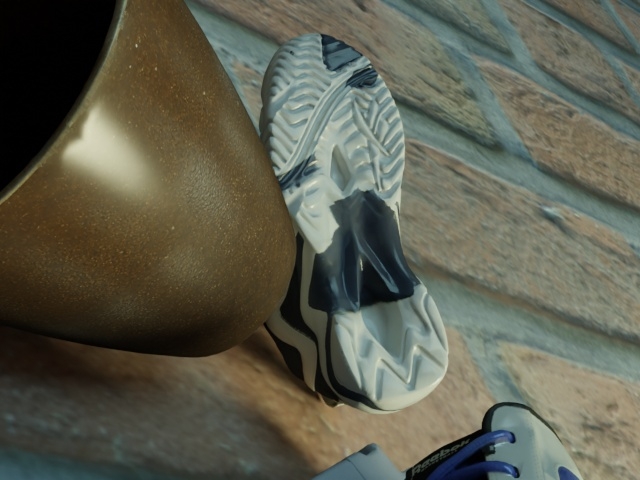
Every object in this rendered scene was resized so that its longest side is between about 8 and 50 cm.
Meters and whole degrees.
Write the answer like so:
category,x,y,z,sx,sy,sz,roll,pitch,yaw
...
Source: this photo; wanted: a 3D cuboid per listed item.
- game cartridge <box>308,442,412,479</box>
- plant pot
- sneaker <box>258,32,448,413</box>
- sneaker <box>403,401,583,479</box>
category,x,y,z,sx,sy,sz,roll,pitch,yaw
game cartridge,0.020,0.221,0.735,0.198,0.062,0.297,55,26,10
plant pot,-0.116,-0.032,0.759,0.230,0.215,0.215,42,20,-46
sneaker,0.000,0.000,0.926,0.094,0.153,0.235,-17,82,-23
sneaker,0.077,0.175,0.709,0.315,0.127,0.182,20,31,-56
